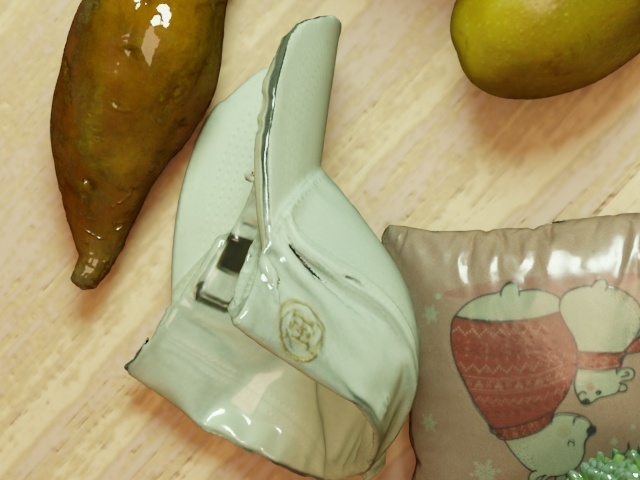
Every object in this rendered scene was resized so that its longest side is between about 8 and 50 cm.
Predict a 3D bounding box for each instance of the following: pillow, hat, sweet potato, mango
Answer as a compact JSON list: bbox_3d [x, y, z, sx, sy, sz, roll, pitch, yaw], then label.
[{"bbox_3d":[0.163,0.086,1.246,0.236,0.084,0.223,-8,96,10],"label":"pillow"},{"bbox_3d":[-0.007,0.003,1.230,0.168,0.258,0.301,15,75,-19],"label":"hat"},{"bbox_3d":[-0.121,-0.135,1.268,0.112,0.112,0.359,19,98,6],"label":"sweet potato"},{"bbox_3d":[0.188,-0.179,1.214,0.227,0.136,0.099,-40,53,-1],"label":"mango"}]

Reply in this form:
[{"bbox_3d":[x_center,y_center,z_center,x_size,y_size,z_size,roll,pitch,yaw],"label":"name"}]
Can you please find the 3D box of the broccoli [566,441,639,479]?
[{"bbox_3d":[0.226,0.262,1.163,0.288,0.235,0.260,30,76,-30],"label":"broccoli"}]
